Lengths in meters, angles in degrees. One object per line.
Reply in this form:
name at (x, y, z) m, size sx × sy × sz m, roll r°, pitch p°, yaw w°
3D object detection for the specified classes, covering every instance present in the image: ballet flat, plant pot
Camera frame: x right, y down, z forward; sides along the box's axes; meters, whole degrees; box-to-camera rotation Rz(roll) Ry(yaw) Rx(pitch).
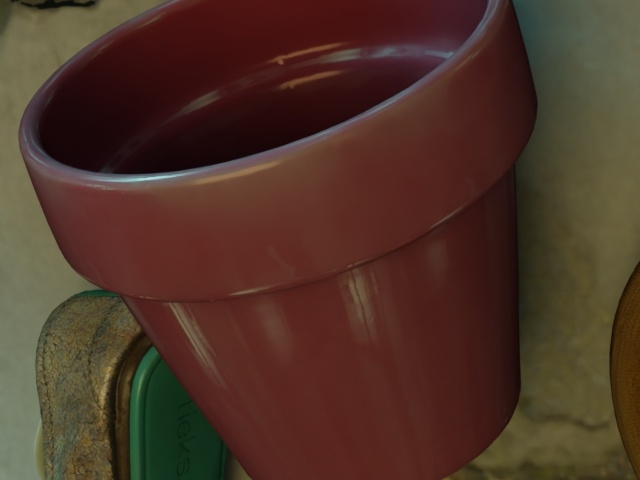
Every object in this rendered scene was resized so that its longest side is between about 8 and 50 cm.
ballet flat at (-0.100, 0.169, 0.795) m, size 0.106 × 0.107 × 0.316 m, roll 16°, pitch 109°, yaw 38°
plant pot at (0.000, 0.000, 0.645) m, size 0.201 × 0.201 × 0.180 m, roll -4°, pitch 121°, yaw 23°

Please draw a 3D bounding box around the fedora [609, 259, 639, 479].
fedora at (0.211, 0.061, 0.621) m, size 0.194 × 0.079 × 0.194 m, roll 14°, pitch 112°, yaw 39°
